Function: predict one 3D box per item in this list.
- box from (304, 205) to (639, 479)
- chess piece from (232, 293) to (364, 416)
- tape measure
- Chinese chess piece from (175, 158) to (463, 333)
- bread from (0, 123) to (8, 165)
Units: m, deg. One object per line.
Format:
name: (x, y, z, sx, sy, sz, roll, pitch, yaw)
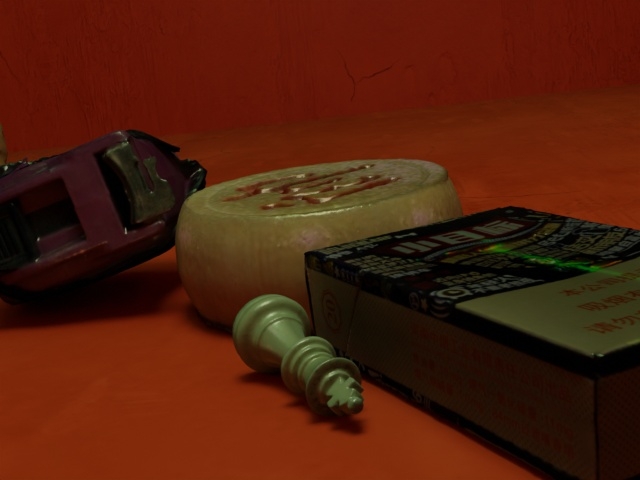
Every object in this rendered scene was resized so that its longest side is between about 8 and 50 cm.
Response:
box: (0.146, 0.050, 0.599, 0.198, 0.084, 0.310, -13, 14, -26)
chess piece: (-0.011, 0.084, 0.611, 0.059, 0.059, 0.149, -12, 19, -21)
tape measure: (-0.241, -0.034, 0.935, 0.245, 0.149, 0.231, -22, 5, 4)
Chinese chess piece: (0.000, 0.000, 0.846, 0.269, 0.112, 0.270, -7, 14, 2)
bread: (-0.460, -0.039, 0.950, 0.315, 0.249, 0.279, -22, 17, -22)
